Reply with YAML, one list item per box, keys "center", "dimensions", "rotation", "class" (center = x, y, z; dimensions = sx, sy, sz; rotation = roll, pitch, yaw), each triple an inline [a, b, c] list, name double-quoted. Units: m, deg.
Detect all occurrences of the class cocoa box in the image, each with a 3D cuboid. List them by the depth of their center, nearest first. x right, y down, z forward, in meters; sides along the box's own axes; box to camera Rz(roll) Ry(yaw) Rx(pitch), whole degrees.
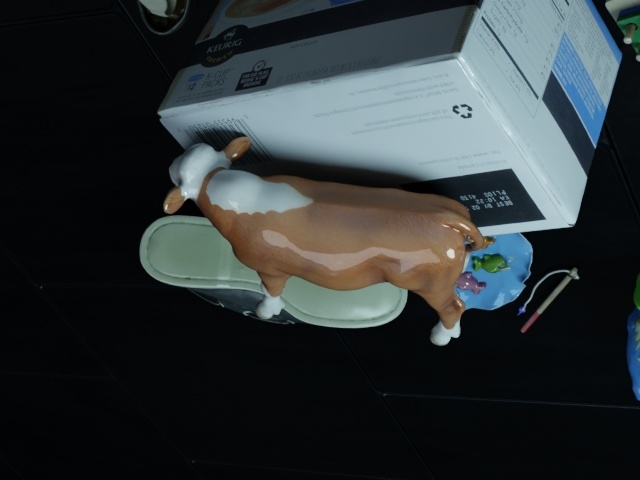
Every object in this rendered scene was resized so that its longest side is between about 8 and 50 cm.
- center: [0.071, -0.150, 1.320]
  dimensions: [0.347, 0.228, 0.231]
  rotation: [-6, 137, 37]
  class: "cocoa box"

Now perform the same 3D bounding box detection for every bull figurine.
- center: [0.000, 0.000, 1.276]
  dimensions: [0.310, 0.101, 0.188]
  rotation: [12, 150, 20]
  class: "bull figurine"

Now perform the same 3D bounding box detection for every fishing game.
- center: [0.166, 0.025, 1.659]
  dimensions: [0.264, 0.041, 0.189]
  rotation: [26, 136, -7]
  class: "fishing game"

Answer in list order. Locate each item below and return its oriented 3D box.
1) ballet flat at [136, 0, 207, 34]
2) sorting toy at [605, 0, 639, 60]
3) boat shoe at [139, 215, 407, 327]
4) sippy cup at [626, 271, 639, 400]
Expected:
- center: [-0.153, -0.310, 1.355]
  dimensions: [0.095, 0.096, 0.280]
  rotation: [15, 145, 14]
  class: "ballet flat"
- center: [0.342, -0.188, 1.269]
  dimensions: [0.132, 0.046, 0.274]
  rotation: [-12, 132, 41]
  class: "sorting toy"
- center: [-0.059, 0.043, 1.777]
  dimensions: [0.340, 0.127, 0.113]
  rotation: [6, 172, 0]
  class: "boat shoe"
- center: [0.461, 0.117, 1.482]
  dimensions: [0.224, 0.240, 0.305]
  rotation: [-4, 115, 50]
  class: "sippy cup"
